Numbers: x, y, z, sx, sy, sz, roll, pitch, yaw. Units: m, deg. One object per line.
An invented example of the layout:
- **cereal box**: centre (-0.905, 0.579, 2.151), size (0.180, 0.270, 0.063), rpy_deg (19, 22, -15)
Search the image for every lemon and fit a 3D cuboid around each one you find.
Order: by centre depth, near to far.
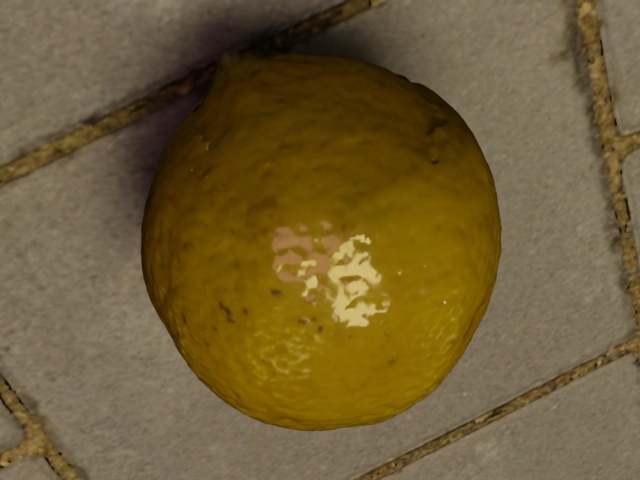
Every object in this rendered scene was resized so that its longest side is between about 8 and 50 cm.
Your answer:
- **lemon**: centre (-0.001, 0.006, 0.953), size (0.228, 0.228, 0.253), rpy_deg (-14, 139, -16)
